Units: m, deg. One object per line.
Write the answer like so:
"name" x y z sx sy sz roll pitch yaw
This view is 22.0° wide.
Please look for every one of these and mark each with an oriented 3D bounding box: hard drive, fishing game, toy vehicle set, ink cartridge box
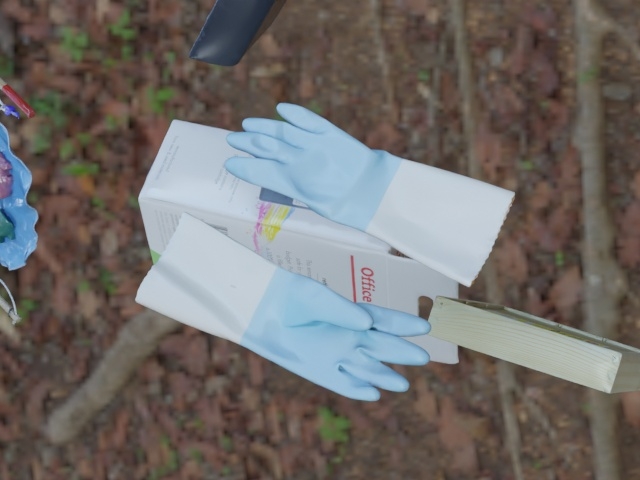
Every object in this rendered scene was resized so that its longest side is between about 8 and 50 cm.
"hard drive" -0.033 -0.291 1.589 0.054 0.172 0.254 31 118 -1
"fishing game" -0.328 -0.058 1.556 0.189 0.041 0.264 44 139 29
"toy vehicle set" 0.207 0.095 1.499 0.166 0.267 0.035 17 92 19
"ink cartridge box" -0.005 0.005 1.809 0.354 0.119 0.207 13 146 13

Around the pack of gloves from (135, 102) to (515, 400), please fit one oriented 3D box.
"pack of gloves" 0.000 0.000 1.233 0.232 0.046 0.195 23 76 17
